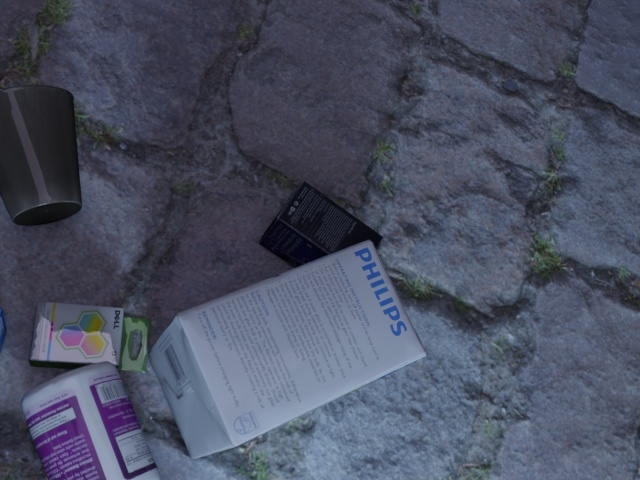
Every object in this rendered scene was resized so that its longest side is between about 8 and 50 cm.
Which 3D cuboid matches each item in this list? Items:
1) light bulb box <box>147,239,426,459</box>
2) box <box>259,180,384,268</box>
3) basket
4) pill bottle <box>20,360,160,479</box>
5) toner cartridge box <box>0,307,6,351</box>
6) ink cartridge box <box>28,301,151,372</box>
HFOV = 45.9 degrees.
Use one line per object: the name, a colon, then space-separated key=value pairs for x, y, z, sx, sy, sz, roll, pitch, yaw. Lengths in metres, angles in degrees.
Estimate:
light bulb box: x=-0.075 y=0.201 z=1.335 sx=0.361 sy=0.358 sz=0.225 roll=-21 pitch=80 yaw=-26
box: x=0.000 y=0.000 z=1.551 sx=0.207 sy=0.153 sz=0.108 roll=35 pitch=63 yaw=-4
basket: x=-0.541 y=-0.154 z=1.422 sx=0.204 sy=0.154 sz=0.227 roll=-10 pitch=78 yaw=-33
pill bottle: x=-0.372 y=0.372 z=1.271 sx=0.169 sy=0.169 sz=0.302 roll=-20 pitch=78 yaw=-25
toner cartridge box: x=-0.710 y=0.129 z=1.244 sx=0.347 sy=0.165 sz=0.075 roll=13 pitch=68 yaw=-14
ink cartridge box: x=-0.416 y=0.179 z=1.386 sx=0.209 sy=0.062 sz=0.109 roll=7 pitch=68 yaw=-18
